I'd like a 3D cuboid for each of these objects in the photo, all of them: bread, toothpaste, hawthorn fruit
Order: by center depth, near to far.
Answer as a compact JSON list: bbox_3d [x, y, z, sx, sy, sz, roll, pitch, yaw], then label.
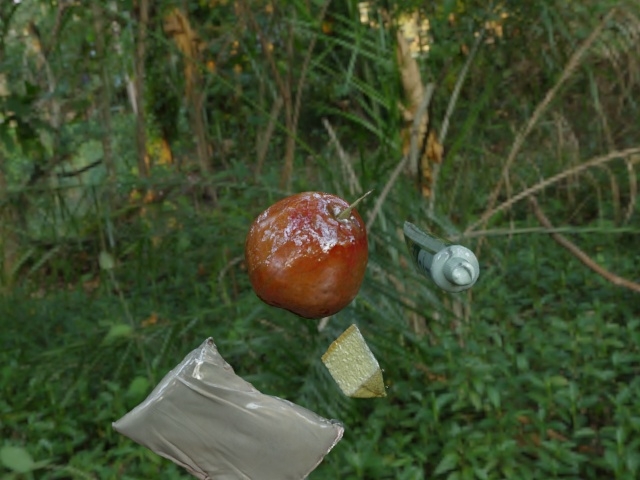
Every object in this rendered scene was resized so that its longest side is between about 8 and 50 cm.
[{"bbox_3d":[0.085,0.013,0.657,0.032,0.049,0.204,-22,5,-1],"label":"toothpaste"},{"bbox_3d":[-0.013,0.008,0.847,0.125,0.140,0.125,2,45,-2],"label":"hawthorn fruit"},{"bbox_3d":[0.071,0.174,1.244,0.080,0.084,0.109,-46,-33,24],"label":"bread"}]

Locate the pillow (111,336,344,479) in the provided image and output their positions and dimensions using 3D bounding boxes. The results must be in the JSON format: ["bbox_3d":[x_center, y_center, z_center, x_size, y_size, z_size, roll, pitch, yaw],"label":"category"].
[{"bbox_3d":[-0.115,0.247,1.175,0.173,0.270,0.067,-51,23,1],"label":"pillow"}]
